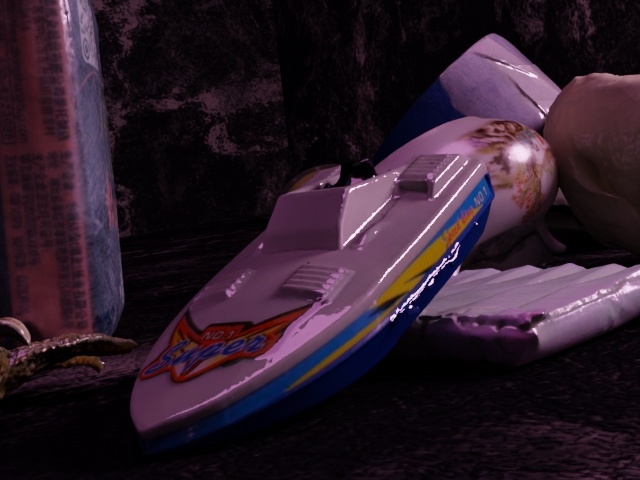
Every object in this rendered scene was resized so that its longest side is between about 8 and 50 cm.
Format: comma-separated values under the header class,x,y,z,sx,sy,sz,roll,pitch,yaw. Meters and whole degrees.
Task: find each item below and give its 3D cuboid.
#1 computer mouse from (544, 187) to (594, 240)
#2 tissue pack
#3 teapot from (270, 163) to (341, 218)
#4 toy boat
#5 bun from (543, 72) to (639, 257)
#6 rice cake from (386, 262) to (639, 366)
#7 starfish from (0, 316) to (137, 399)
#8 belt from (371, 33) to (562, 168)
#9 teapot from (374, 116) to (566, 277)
class,x,y,z,sx,sy,sz,roll,pitch,yaw
computer mouse,0.420,-0.075,1.374,0.429,0.145,0.228,-20,16,-19
tissue pack,-0.230,-0.069,0.956,0.103,0.316,0.228,-5,2,-6
teapot,0.000,0.000,1.157,0.165,0.130,0.119,-38,-8,-7
toy boat,-0.009,0.029,0.623,0.129,0.088,0.295,-5,23,34
bun,0.325,-0.055,1.002,0.259,0.160,0.259,12,-1,0
rice cake,0.109,0.047,0.737,0.189,0.037,0.198,-4,5,36
starfish,-0.216,0.080,0.680,0.223,0.050,0.217,6,-12,-42
belt,0.149,-0.090,1.236,0.212,0.117,0.347,-43,-7,-14
teapot,0.110,-0.013,0.962,0.298,0.139,0.204,-15,-18,-50
